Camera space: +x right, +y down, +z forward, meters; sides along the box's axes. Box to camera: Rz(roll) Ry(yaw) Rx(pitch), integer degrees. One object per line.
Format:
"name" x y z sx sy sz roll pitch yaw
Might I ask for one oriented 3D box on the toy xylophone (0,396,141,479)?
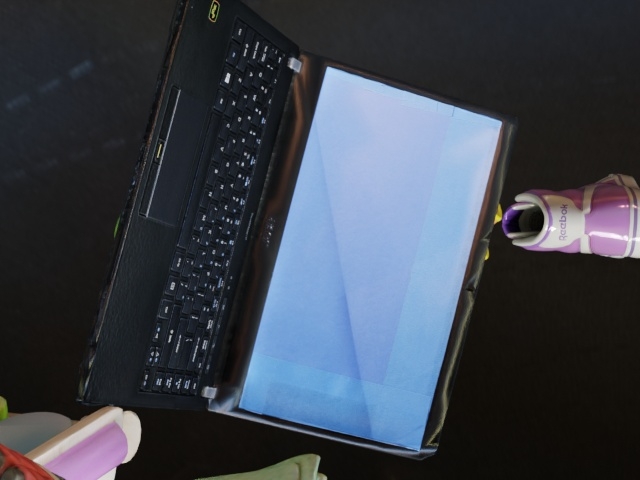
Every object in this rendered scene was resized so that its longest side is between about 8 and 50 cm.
"toy xylophone" -0.236 0.104 0.755 0.323 0.081 0.236 4 18 20

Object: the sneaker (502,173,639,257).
"sneaker" 0.295 -0.032 1.778 0.161 0.282 0.102 1 89 4

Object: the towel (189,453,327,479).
"towel" -0.135 0.298 1.083 0.248 0.038 0.325 -15 34 30

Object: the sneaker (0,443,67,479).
"sneaker" -0.042 0.137 0.443 0.225 0.093 0.088 40 95 37

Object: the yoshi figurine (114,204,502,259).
"yoshi figurine" -0.040 -0.008 1.310 0.362 0.203 0.203 -23 54 19

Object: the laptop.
"laptop" 0.000 0.000 0.864 0.136 0.264 0.234 13 86 19
